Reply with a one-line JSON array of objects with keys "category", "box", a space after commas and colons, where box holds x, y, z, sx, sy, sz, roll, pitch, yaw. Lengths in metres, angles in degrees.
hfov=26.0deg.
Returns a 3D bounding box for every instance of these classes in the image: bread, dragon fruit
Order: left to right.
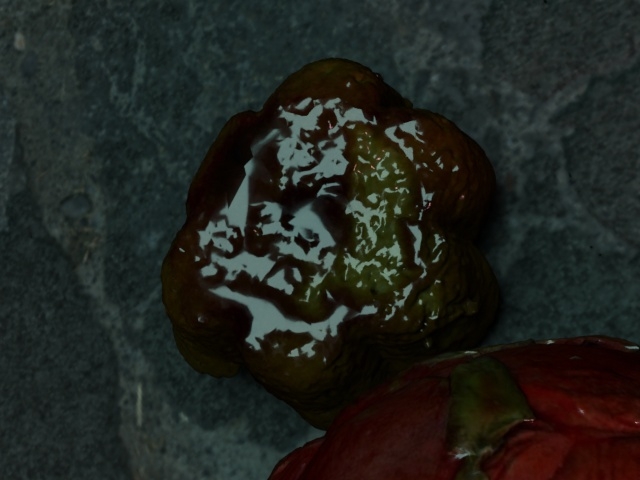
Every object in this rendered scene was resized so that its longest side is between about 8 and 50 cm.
[{"category": "bread", "box": [0.013, -0.001, 0.945, 0.232, 0.135, 0.246, 23, 82, 19]}, {"category": "dragon fruit", "box": [0.110, 0.188, 0.745, 0.342, 0.277, 0.277, -30, 61, 30]}]
